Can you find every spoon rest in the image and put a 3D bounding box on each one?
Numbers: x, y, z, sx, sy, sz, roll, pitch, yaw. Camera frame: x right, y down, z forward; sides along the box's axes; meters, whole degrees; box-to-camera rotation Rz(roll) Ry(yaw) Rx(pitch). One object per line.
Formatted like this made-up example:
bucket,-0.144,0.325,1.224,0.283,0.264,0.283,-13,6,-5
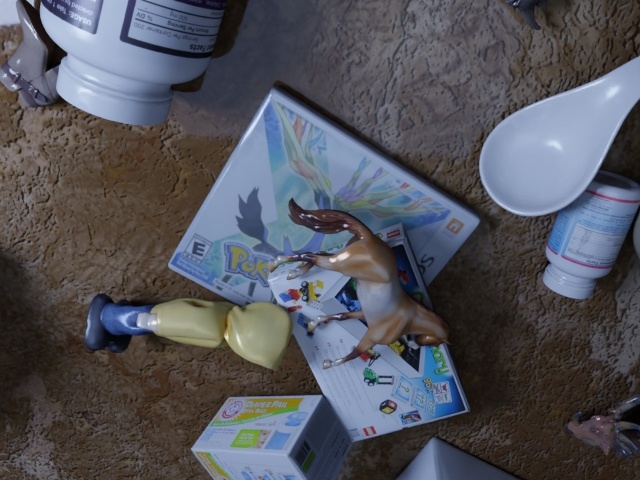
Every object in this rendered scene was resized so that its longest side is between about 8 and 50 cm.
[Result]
spoon rest,0.318,-0.139,0.718,0.276,0.084,0.137,-37,65,14

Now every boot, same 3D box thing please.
boot,-0.364,-0.225,0.742,0.087,0.042,0.118,-23,112,15

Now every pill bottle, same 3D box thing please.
pill bottle,0.351,-0.007,0.787,0.087,0.087,0.160,10,116,-2
pill bottle,-0.181,-0.294,0.624,0.182,0.181,0.322,20,114,-7

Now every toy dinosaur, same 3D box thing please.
toy dinosaur,0.538,0.257,0.889,0.200,0.127,0.295,37,106,-7

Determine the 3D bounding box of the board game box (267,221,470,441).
board game box,0.075,0.142,0.850,0.193,0.053,0.305,-18,113,11

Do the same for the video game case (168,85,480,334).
video game case,0.000,0.000,0.834,0.329,0.036,0.299,30,113,-11

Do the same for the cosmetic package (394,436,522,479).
cosmetic package,0.265,0.601,0.945,0.394,0.327,0.329,28,113,-9

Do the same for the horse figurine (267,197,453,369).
horse figurine,0.047,0.060,0.746,0.175,0.066,0.263,-17,116,17

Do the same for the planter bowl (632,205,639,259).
planter bowl,0.472,-0.022,0.763,0.162,0.109,0.161,1,114,2

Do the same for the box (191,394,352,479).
box,-0.075,0.309,0.901,0.203,0.114,0.103,-13,116,37

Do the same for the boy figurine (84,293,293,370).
boy figurine,-0.172,0.125,0.835,0.286,0.177,0.092,4,77,15

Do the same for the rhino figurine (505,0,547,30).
rhino figurine,0.249,-0.351,0.639,0.107,0.073,0.243,1,117,5
